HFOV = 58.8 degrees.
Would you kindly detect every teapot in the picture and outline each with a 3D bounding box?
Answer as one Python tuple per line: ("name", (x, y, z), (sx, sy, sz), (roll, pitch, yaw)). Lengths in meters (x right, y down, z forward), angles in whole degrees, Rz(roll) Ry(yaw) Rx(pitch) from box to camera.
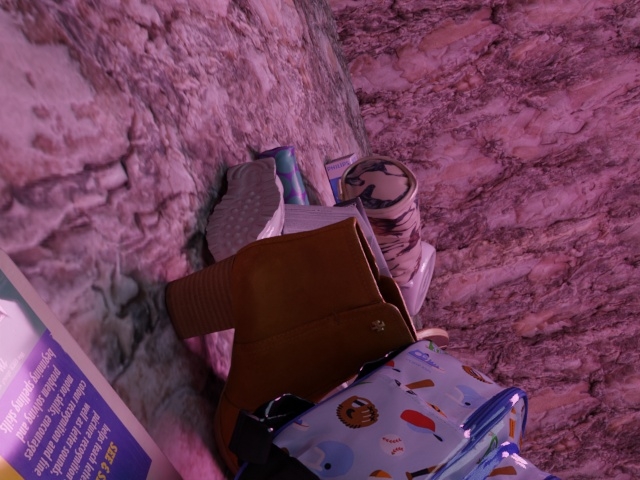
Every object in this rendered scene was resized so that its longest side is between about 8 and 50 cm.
("teapot", (0.229, 0.101, 1.722), (0.255, 0.187, 0.252), (85, 28, -49))

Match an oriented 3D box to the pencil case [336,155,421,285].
("pencil case", (0.140, -0.030, 1.319), (0.410, 0.184, 0.159), (70, 0, -60))

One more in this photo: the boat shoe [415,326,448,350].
("boat shoe", (0.230, 0.295, 1.441), (0.342, 0.123, 0.123), (10, 62, -54))

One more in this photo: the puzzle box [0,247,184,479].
("puzzle box", (-0.147, 0.223, 0.193), (0.408, 0.052, 0.272), (-86, 157, -57))

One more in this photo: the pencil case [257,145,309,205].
("pencil case", (-0.054, -0.081, 0.944), (0.070, 0.065, 0.151), (-28, 103, -61))

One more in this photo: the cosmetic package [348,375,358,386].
("cosmetic package", (0.128, 0.370, 0.991), (0.197, 0.155, 0.365), (-5, 80, -75))

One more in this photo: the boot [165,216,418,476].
("boot", (-0.004, 0.132, 0.560), (0.104, 0.212, 0.294), (-74, 147, -66))

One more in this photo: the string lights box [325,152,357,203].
("string lights box", (0.094, -0.106, 1.596), (0.133, 0.077, 0.259), (-57, 130, -72))

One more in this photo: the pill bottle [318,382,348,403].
("pill bottle", (0.010, 0.192, 0.888), (0.116, 0.065, 0.065), (-89, 160, -52))

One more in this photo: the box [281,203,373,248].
("box", (0.000, 0.000, 0.844), (0.137, 0.126, 0.072), (-108, -158, -68))

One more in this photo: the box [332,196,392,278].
("box", (0.071, 0.040, 1.136), (0.231, 0.056, 0.182), (100, -31, -72))

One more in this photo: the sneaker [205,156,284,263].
("sneaker", (-0.081, -0.021, 0.723), (0.235, 0.090, 0.094), (-82, 164, -58))

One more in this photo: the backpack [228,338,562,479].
("backpack", (0.068, 0.213, 0.445), (0.263, 0.213, 0.276), (-33, 141, -46))
